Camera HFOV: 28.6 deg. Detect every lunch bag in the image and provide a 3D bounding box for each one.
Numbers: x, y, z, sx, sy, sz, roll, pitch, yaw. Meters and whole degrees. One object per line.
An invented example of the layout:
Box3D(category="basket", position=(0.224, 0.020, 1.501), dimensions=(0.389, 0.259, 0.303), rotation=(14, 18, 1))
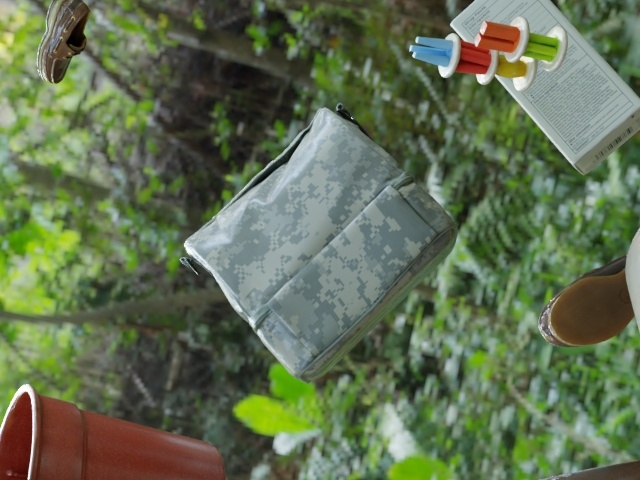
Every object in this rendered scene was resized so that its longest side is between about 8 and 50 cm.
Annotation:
Box3D(category="lunch bag", position=(0.000, 0.000, 1.658), dimensions=(0.305, 0.256, 0.212), rotation=(-44, -8, -3))

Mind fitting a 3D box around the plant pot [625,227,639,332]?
Box3D(category="plant pot", position=(0.398, 0.118, 1.082), dimensions=(0.274, 0.256, 0.256), rotation=(-78, 7, -45))

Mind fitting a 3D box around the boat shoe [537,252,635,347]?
Box3D(category="boat shoe", position=(0.315, 0.067, 1.399), dimensions=(0.073, 0.207, 0.073), rotation=(-27, 86, 59))

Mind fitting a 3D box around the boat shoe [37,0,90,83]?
Box3D(category="boat shoe", position=(-0.416, -0.322, 2.049), dimensions=(0.064, 0.060, 0.178), rotation=(-49, -12, -48))

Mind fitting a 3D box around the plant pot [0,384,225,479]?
Box3D(category="plant pot", position=(-0.279, 0.344, 1.630), dimensions=(0.272, 0.265, 0.272), rotation=(-166, 90, -68))

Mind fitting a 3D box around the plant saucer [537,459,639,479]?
Box3D(category="plant saucer", position=(0.335, 0.303, 1.576), dimensions=(0.168, 0.168, 0.029), rotation=(125, 136, -68))

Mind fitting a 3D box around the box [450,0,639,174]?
Box3D(category="box", position=(0.364, -0.269, 1.991), dimensions=(0.148, 0.311, 0.121), rotation=(-40, -18, 12))

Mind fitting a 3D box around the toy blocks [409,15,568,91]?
Box3D(category="toy blocks", position=(0.188, -0.219, 1.435), dimensions=(0.123, 0.148, 0.054), rotation=(146, 130, -66))
